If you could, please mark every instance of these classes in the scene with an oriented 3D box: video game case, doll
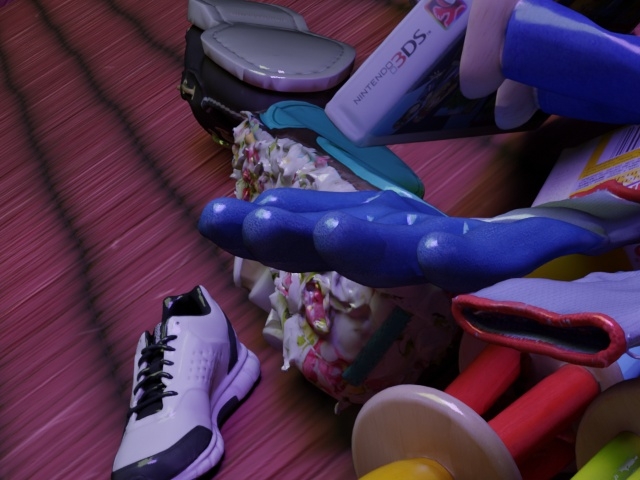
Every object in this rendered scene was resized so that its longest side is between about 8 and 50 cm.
[{"bbox_3d":[0.104,-0.107,0.690,0.183,0.023,0.201,-47,-13,20],"label":"video game case"},{"bbox_3d":[0.133,-0.033,0.492,0.189,0.046,0.129,15,-4,21],"label":"doll"}]

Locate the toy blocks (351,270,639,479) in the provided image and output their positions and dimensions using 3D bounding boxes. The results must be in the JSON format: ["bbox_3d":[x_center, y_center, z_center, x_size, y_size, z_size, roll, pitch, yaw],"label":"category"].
[{"bbox_3d":[0.067,0.047,0.454,0.123,0.054,0.148,-7,20,45],"label":"toy blocks"}]

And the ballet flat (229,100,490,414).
[{"bbox_3d":[0.000,0.000,0.680,0.077,0.091,0.241,-60,9,6],"label":"ballet flat"}]

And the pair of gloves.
[{"bbox_3d":[0.074,0.002,0.484,0.159,0.023,0.198,-6,12,-39],"label":"pair of gloves"}]

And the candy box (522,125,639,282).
[{"bbox_3d":[0.163,-0.035,0.602,0.206,0.027,0.105,-20,18,27],"label":"candy box"}]

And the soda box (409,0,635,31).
[{"bbox_3d":[0.082,-0.157,0.993,0.091,0.098,0.286,-26,15,6],"label":"soda box"}]

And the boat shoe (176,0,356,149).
[{"bbox_3d":[-0.032,-0.083,1.010,0.081,0.069,0.228,6,14,-11],"label":"boat shoe"}]

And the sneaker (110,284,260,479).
[{"bbox_3d":[-0.054,0.054,0.654,0.040,0.044,0.109,-20,19,18],"label":"sneaker"}]
